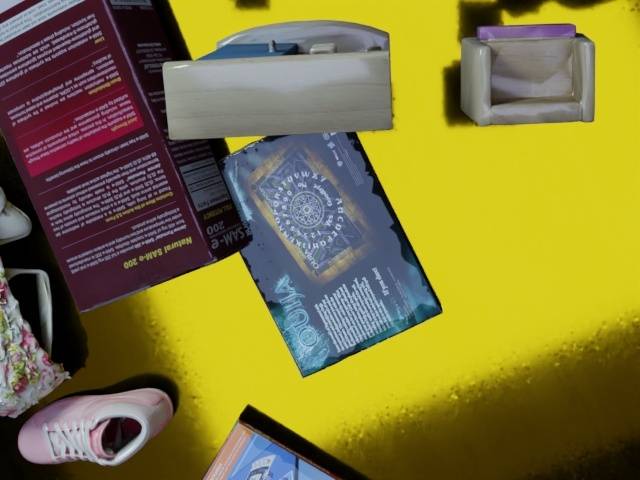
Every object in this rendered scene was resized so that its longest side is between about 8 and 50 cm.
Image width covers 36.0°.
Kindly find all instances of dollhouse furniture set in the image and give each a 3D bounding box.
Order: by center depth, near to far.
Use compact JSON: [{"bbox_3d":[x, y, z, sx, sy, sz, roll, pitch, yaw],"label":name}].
[{"bbox_3d":[0.021,-0.235,0.639,0.286,0.198,0.304,-2,106,4],"label":"dollhouse furniture set"}]

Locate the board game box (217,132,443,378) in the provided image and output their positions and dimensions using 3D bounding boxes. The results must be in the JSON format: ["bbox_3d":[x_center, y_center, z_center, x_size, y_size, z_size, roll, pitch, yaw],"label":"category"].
[{"bbox_3d":[0.000,0.000,0.778,0.126,0.026,0.186,-26,94,8],"label":"board game box"}]

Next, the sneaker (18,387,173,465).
[{"bbox_3d":[-0.189,0.155,0.790,0.134,0.070,0.051,-15,97,7],"label":"sneaker"}]

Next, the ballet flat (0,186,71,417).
[{"bbox_3d":[-0.261,0.021,0.786,0.077,0.091,0.241,-17,100,-24],"label":"ballet flat"}]

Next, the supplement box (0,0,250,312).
[{"bbox_3d":[-0.162,-0.080,0.746,0.130,0.073,0.240,-20,94,23],"label":"supplement box"}]

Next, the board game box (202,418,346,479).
[{"bbox_3d":[-0.076,0.302,0.795,0.145,0.027,0.281,31,88,-3],"label":"board game box"}]
